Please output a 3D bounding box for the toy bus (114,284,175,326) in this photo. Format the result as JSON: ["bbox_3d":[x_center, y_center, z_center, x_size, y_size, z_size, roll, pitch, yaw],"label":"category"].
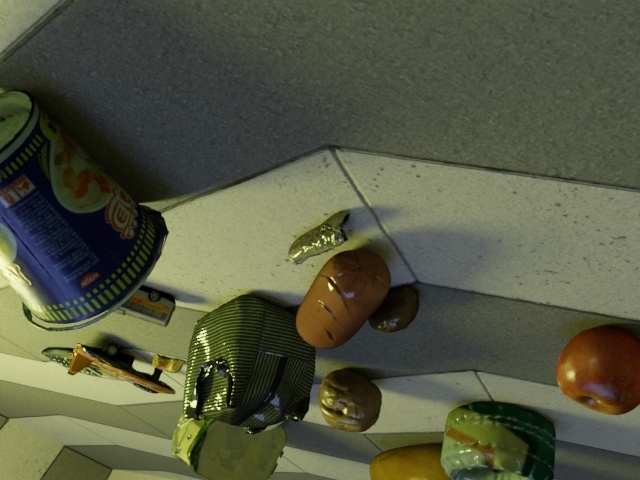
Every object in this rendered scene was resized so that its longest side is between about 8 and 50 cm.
[{"bbox_3d":[-0.414,0.138,1.711,0.172,0.072,0.057,18,156,-4],"label":"toy bus"}]

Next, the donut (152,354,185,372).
[{"bbox_3d":[-0.428,0.347,2.132,0.083,0.038,0.067,25,154,-21],"label":"donut"}]

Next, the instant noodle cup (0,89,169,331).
[{"bbox_3d":[-0.440,-0.057,1.197,0.284,0.284,0.312,-1,140,28],"label":"instant noodle cup"}]

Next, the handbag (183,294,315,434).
[{"bbox_3d":[-0.158,0.287,1.681,0.247,0.240,0.340,24,150,-25],"label":"handbag"}]

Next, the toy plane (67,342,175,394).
[{"bbox_3d":[-0.557,0.366,2.179,0.316,0.103,0.204,18,155,-20],"label":"toy plane"}]

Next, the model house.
[{"bbox_3d":[-0.306,0.627,2.422,0.321,0.261,0.266,37,165,-32],"label":"model house"}]

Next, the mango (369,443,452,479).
[{"bbox_3d":[0.333,0.715,2.226,0.445,0.232,0.300,-6,150,45],"label":"mango"}]

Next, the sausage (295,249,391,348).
[{"bbox_3d":[0.037,0.108,1.378,0.121,0.121,0.304,18,153,-6],"label":"sausage"}]

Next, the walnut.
[{"bbox_3d":[0.072,0.391,1.860,0.166,0.149,0.167,19,126,28],"label":"walnut"}]

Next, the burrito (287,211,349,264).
[{"bbox_3d":[-0.002,-0.001,1.274,0.042,0.051,0.171,24,152,-29],"label":"burrito"}]

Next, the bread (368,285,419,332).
[{"bbox_3d":[0.135,0.134,1.420,0.113,0.082,0.060,-10,146,44],"label":"bread"}]

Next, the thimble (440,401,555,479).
[{"bbox_3d":[0.431,0.515,1.871,0.254,0.167,0.288,27,149,-18],"label":"thimble"}]

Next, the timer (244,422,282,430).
[{"bbox_3d":[-0.187,0.418,2.054,0.237,0.087,0.262,26,137,-20],"label":"timer"}]

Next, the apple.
[{"bbox_3d":[0.505,0.228,1.352,0.163,0.139,0.163,23,161,8],"label":"apple"}]

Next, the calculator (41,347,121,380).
[{"bbox_3d":[-0.740,0.381,2.348,0.268,0.040,0.177,0,148,27],"label":"calculator"}]
